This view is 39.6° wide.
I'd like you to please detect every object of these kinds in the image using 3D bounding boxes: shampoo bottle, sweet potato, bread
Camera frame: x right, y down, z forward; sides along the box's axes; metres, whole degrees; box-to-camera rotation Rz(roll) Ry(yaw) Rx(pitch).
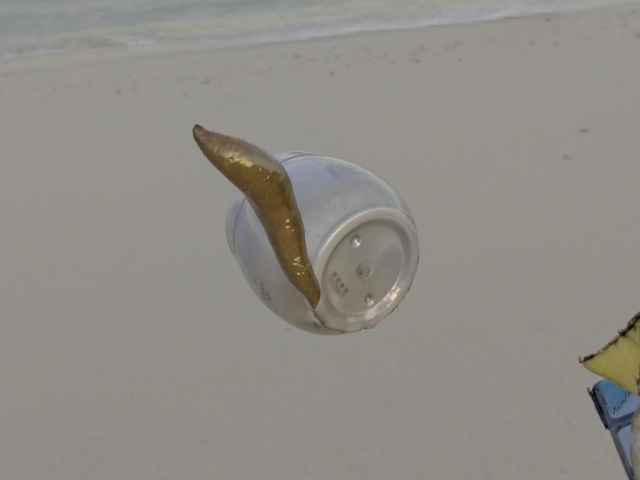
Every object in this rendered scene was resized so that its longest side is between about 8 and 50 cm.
[{"bbox_3d":[0.000,0.000,1.414,0.273,0.272,0.266,-17,29,-28],"label":"shampoo bottle"},{"bbox_3d":[-0.050,-0.034,0.960,0.059,0.249,0.069,-4,38,39],"label":"sweet potato"},{"bbox_3d":[0.387,0.103,1.003,0.147,0.152,0.127,-14,29,-33],"label":"bread"}]

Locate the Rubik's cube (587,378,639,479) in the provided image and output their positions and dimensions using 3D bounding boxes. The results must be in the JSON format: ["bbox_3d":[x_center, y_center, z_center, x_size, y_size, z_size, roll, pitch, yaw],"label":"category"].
[{"bbox_3d":[0.735,0.402,1.561,0.359,0.362,0.363,-26,34,12],"label":"Rubik's cube"}]

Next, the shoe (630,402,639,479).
[{"bbox_3d":[0.545,0.340,1.177,0.172,0.350,0.198,2,-6,-23],"label":"shoe"}]
